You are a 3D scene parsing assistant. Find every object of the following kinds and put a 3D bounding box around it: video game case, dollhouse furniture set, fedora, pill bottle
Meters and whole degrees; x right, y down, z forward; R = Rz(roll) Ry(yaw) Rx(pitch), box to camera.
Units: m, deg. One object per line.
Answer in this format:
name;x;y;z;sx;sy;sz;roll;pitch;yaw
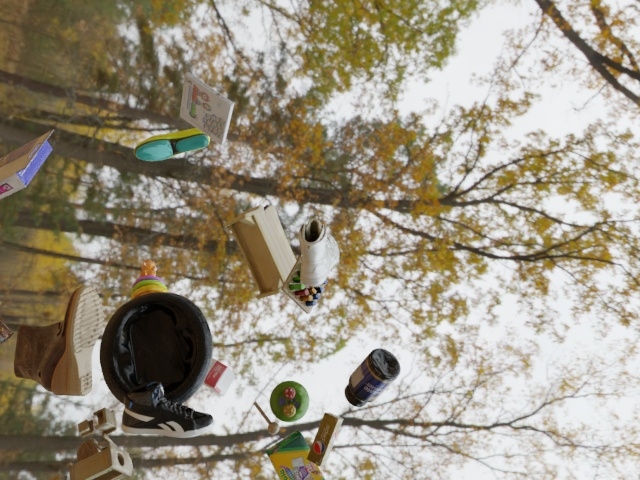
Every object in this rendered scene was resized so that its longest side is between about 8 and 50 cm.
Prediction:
video game case;-0.299;-0.339;1.387;0.019;0.143;0.157;-53;177;-35
dollhouse furniture set;-0.576;0.530;1.306;0.101;0.181;0.161;69;-5;-51
fedora;-0.454;0.320;1.514;0.152;0.333;0.334;104;-16;-66
pill bottle;0.171;0.477;1.829;0.219;0.122;0.123;-58;-144;37

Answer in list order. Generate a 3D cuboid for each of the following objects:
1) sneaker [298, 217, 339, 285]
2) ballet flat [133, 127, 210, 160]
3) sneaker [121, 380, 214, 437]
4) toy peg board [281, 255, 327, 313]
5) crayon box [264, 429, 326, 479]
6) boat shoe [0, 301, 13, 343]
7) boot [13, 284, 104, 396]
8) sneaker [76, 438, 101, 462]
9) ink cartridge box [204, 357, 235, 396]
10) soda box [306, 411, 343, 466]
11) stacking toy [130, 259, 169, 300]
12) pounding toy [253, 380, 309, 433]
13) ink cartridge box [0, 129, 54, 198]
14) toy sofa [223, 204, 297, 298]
sneaker;0.000;0.000;1.660;0.292;0.108;0.169;-71;162;-64
ballet flat;-0.456;-0.299;1.634;0.077;0.230;0.077;-120;-159;-43
sneaker;-0.361;0.398;1.274;0.079;0.216;0.121;-142;-123;-74
toy peg board;-0.039;0.165;2.002;0.079;0.161;0.161;-9;-137;46
crayon box;-0.096;0.964;2.232;0.279;0.165;0.081;64;-18;-4
boat shoe;-0.690;0.135;1.096;0.178;0.060;0.064;60;-20;8
boot;-0.572;0.203;1.135;0.206;0.090;0.249;10;-83;22
sneaker;-0.710;0.789;1.752;0.099;0.153;0.282;-35;-145;-12
ink cartridge box;-0.430;0.458;1.920;0.092;0.217;0.159;-60;165;-23
soda box;0.017;0.729;1.960;0.061;0.058;0.181;19;-99;26
stacking toy;-0.562;0.175;1.756;0.165;0.175;0.302;-26;-133;3
pounding toy;-0.161;0.729;2.360;0.183;0.236;0.110;56;-10;11
ink cartridge box;-0.988;-0.228;1.723;0.370;0.069;0.176;-16;-135;33
toy sofa;-0.231;0.044;2.198;0.150;0.177;0.363;-20;-83;42
